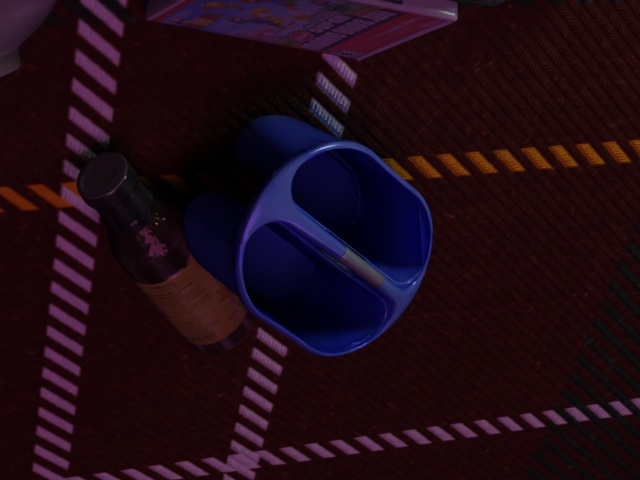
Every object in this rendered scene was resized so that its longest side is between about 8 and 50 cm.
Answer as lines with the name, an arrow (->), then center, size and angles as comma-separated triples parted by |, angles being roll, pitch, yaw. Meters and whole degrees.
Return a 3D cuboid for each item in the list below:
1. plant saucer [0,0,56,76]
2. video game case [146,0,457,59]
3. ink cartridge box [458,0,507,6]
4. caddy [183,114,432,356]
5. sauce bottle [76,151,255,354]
plant saucer -> -0.400, -0.165, 1.518 | 0.400, 0.400, 0.100 | -24, 100, 0
video game case -> -0.021, -0.253, 1.771 | 0.285, 0.025, 0.204 | 7, 169, -30
ink cartridge box -> 0.215, -0.351, 1.701 | 0.087, 0.153, 0.208 | 7, 169, -30
caddy -> 0.000, 0.000, 1.965 | 0.241, 0.179, 0.341 | -55, 139, -1
sauce bottle -> -0.192, 0.017, 2.003 | 0.111, 0.111, 0.344 | -28, 141, 5
